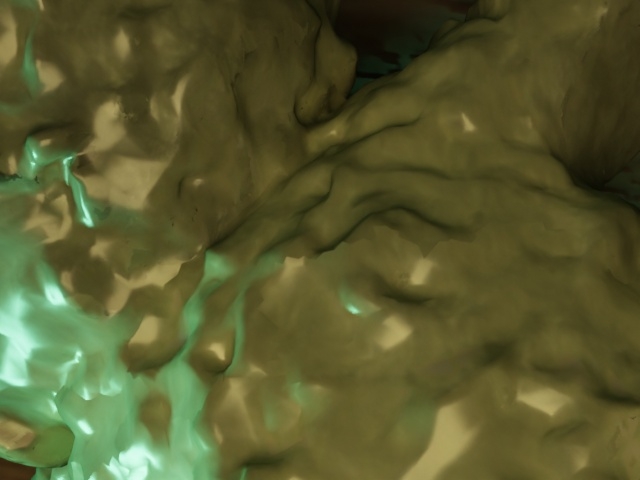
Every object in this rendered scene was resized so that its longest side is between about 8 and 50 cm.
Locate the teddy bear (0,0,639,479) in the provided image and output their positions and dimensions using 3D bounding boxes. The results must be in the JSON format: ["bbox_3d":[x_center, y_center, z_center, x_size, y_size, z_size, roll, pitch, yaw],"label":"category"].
[{"bbox_3d":[0.000,0.000,0.581,0.327,0.375,0.362,-54,55,19],"label":"teddy bear"}]
